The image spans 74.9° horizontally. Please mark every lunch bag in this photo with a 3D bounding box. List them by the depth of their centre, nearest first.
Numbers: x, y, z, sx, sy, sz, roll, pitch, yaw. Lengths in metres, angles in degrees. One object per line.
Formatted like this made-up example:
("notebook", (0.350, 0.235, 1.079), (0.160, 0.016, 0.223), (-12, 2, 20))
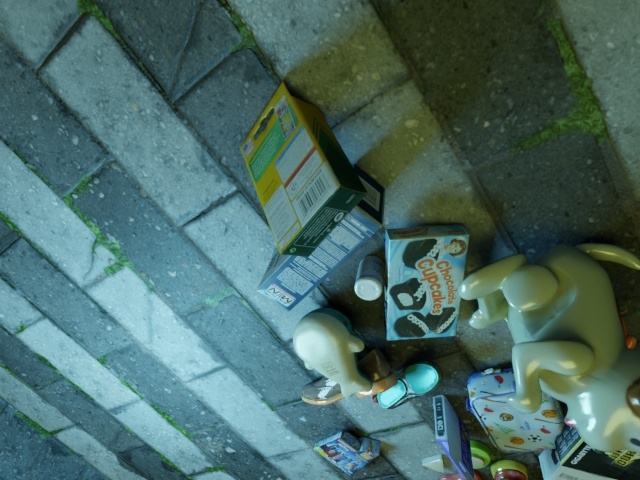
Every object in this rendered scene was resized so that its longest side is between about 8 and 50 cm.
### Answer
("lunch bag", (0.568, 0.490, 1.218), (0.243, 0.115, 0.303), (-20, 116, 27))

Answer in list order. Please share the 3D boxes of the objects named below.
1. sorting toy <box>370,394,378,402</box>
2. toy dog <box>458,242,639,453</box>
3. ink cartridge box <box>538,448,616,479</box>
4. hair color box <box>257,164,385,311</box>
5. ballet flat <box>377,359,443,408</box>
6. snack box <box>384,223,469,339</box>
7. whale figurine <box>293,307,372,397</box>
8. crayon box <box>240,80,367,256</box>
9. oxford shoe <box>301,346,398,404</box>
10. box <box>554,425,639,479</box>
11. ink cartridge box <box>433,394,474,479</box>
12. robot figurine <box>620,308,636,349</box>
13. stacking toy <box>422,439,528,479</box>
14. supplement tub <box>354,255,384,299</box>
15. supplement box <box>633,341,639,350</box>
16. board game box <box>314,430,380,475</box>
("sorting toy", (0.171, 0.480, 1.348), (0.042, 0.061, 0.102), (16, 124, 46))
("toy dog", (0.546, 0.232, 0.870), (0.395, 0.408, 0.284), (-25, 142, 0))
("ink cartridge box", (0.813, 0.667, 1.277), (0.172, 0.100, 0.237), (13, 125, 5))
("hair color box", (0.000, 0.000, 1.002), (0.105, 0.174, 0.347), (37, 123, -14))
("ballet flat", (0.282, 0.426, 1.260), (0.096, 0.095, 0.280), (-2, 149, -39))
("snack box", (0.260, 0.114, 1.060), (0.187, 0.060, 0.322), (-4, 122, 1))
("whale figurine", (0.047, 0.313, 1.193), (0.216, 0.141, 0.272), (-34, 95, 33))
("crayon box", (-0.051, -0.154, 0.890), (0.083, 0.323, 0.203), (8, 137, -42))
("oxford shoe", (0.070, 0.424, 1.313), (0.364, 0.130, 0.132), (-27, 80, 34))
("box", (0.786, 0.488, 1.039), (0.257, 0.079, 0.322), (10, 129, 6))
("ink cartridge box", (0.411, 0.624, 1.281), (0.045, 0.208, 0.206), (-25, 113, 23))
("robot figurine", (0.662, 0.244, 1.028), (0.158, 0.128, 0.219), (40, 138, 42))
("stacking toy", (0.528, 0.843, 1.441), (0.279, 0.130, 0.309), (38, 122, -12))
("supplement tub", (0.128, 0.095, 1.072), (0.071, 0.107, 0.071), (6, 124, 9))
("supplement box", (0.902, 0.362, 1.042), (0.239, 0.130, 0.073), (23, 125, -2))
("board game box", (0.113, 0.764, 1.533), (0.194, 0.060, 0.194), (43, 120, -14))
